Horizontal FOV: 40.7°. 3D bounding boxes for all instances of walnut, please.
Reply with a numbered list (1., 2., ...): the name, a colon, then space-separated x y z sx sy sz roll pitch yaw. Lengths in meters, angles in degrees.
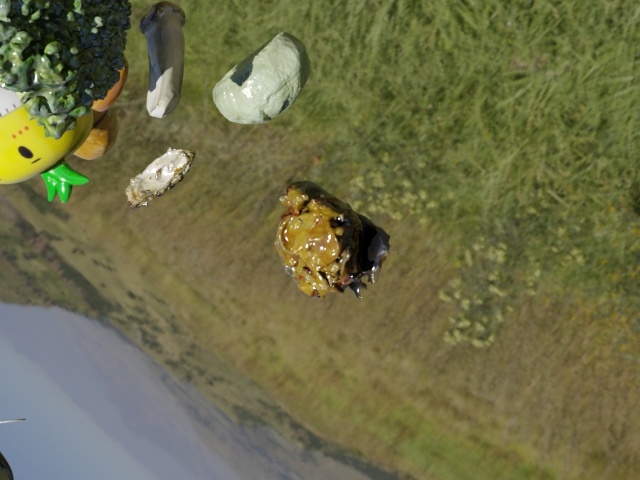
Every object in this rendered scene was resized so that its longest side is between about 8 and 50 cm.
1. walnut: -0.531 -0.260 1.968 0.144 0.144 0.180 52 -168 -26

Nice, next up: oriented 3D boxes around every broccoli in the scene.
1. broccoli: -0.387 -0.319 1.171 0.272 0.334 0.324 7 164 -19

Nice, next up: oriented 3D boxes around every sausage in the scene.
1. sausage: -0.376 -0.276 1.532 0.054 0.062 0.183 44 146 -2

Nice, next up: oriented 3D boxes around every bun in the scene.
1. bun: -0.098 -0.288 1.578 0.118 0.195 0.195 47 164 -15

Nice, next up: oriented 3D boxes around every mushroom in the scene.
1. mushroom: -0.243 -0.279 1.348 0.071 0.209 0.084 16 146 -36

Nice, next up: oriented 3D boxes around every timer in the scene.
1. timer: -0.534 -0.191 1.612 0.285 0.285 0.285 40 164 14

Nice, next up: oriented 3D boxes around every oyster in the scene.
1. oyster: -0.330 -0.128 1.795 0.056 0.177 0.105 46 176 -36

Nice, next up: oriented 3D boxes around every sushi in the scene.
1. sushi: 0.005 0.001 1.632 0.200 0.213 0.204 14 -176 42

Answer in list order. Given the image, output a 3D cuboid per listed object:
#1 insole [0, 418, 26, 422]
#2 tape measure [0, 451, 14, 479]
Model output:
1. insole: -0.688 0.371 1.737 0.065 0.197 0.004 54 -151 -78
2. tape measure: -0.499 0.366 1.169 0.133 0.231 0.271 -5 -121 -58
